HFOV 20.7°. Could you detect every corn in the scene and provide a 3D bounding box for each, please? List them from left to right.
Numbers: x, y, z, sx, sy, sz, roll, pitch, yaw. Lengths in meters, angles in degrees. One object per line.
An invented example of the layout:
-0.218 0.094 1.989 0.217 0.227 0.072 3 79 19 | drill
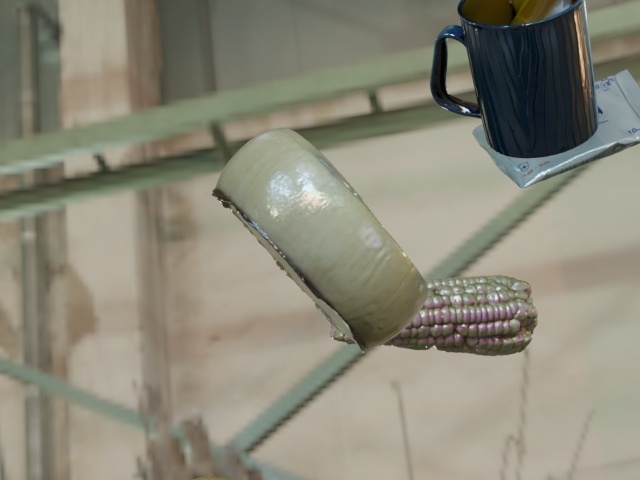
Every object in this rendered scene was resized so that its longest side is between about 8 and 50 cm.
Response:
0.173 0.113 2.674 0.335 0.127 0.126 3 -32 -20 | corn

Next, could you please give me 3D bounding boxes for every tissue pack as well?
0.277 -0.121 1.933 0.193 0.122 0.026 -20 -46 -6 | tissue pack

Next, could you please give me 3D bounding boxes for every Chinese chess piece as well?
0.000 0.000 1.799 0.103 0.250 0.250 -42 -34 -5 | Chinese chess piece

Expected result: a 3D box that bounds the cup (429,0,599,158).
0.183 -0.163 1.615 0.113 0.150 0.138 -30 -57 -28 | cup

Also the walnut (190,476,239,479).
-0.083 0.320 1.351 0.285 0.285 0.296 -25 -25 27 | walnut
